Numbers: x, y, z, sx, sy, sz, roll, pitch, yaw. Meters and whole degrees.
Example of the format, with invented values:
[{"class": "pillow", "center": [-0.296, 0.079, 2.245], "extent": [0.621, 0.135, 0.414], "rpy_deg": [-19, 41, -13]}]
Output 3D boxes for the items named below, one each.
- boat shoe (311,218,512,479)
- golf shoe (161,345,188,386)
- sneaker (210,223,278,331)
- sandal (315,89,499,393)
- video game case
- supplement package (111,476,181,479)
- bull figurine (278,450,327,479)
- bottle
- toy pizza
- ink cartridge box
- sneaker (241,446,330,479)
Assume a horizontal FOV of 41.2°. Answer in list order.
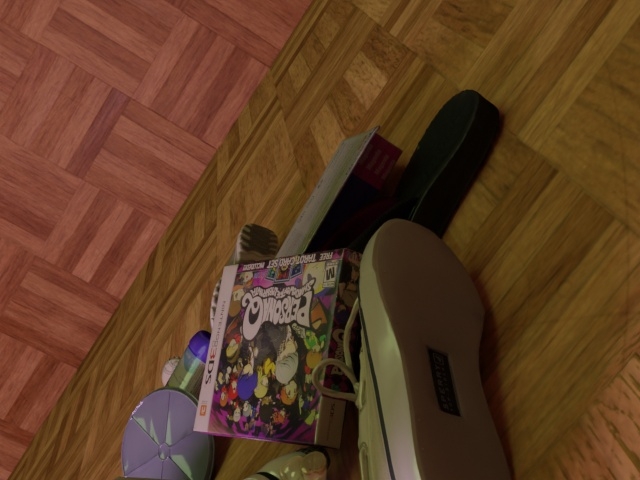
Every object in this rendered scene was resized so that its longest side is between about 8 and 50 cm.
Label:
[{"class": "boat shoe", "center": [0.073, 0.143, 0.785], "extent": [0.156, 0.136, 0.367], "rpy_deg": [-52, 28, 34]}, {"class": "golf shoe", "center": [-0.258, 0.260, 1.608], "extent": [0.176, 0.069, 0.086], "rpy_deg": [-43, 29, 45]}, {"class": "sneaker", "center": [-0.132, 0.095, 1.510], "extent": [0.281, 0.105, 0.115], "rpy_deg": [-74, 5, -53]}, {"class": "sandal", "center": [0.064, 0.001, 1.046], "extent": [0.446, 0.107, 0.167], "rpy_deg": [-62, 17, -8]}, {"class": "video game case", "center": [-0.050, 0.122, 0.973], "extent": [0.232, 0.042, 0.210], "rpy_deg": [-8, 67, 49]}, {"class": "supplement package", "center": [-0.143, 0.353, 0.710], "extent": [0.204, 0.145, 0.262], "rpy_deg": [11, -99, -82]}, {"class": "bull figurine", "center": [-0.013, 0.297, 0.719], "extent": [0.101, 0.188, 0.310], "rpy_deg": [-12, 43, 11]}, {"class": "bottle", "center": [-0.235, 0.293, 1.434], "extent": [0.283, 0.092, 0.118], "rpy_deg": [-60, 20, -1]}, {"class": "toy pizza", "center": [-0.235, 0.331, 1.337], "extent": [0.201, 0.032, 0.201], "rpy_deg": [-9, 74, 34]}, {"class": "ink cartridge box", "center": [0.000, 0.000, 1.216], "extent": [0.324, 0.071, 0.330], "rpy_deg": [-60, 8, 0]}, {"class": "sneaker", "center": [-0.060, 0.309, 0.961], "extent": [0.095, 0.090, 0.235], "rpy_deg": [-35, -13, -42]}]
